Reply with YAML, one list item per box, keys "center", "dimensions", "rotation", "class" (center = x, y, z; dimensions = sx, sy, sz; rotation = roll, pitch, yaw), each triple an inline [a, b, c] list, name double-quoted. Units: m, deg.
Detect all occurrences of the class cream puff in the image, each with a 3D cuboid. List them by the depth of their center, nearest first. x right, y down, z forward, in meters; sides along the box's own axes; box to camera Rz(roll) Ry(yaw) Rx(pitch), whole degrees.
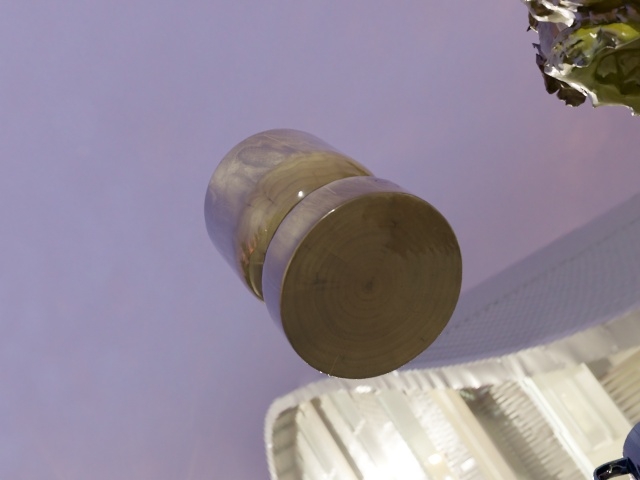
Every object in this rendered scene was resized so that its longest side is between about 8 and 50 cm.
- center: [0.297, -0.219, 0.804]
  dimensions: [0.185, 0.282, 0.282]
  rotation: [-50, -20, 0]
  class: "cream puff"

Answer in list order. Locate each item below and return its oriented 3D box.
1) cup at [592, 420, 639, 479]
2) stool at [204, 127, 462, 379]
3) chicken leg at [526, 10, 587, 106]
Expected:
- center: [0.396, 0.264, 0.952]
  dimensions: [0.138, 0.150, 0.114]
  rotation: [-87, 16, -74]
  class: "cup"
- center: [0.000, 0.000, 0.852]
  dimensions: [0.179, 0.264, 0.179]
  rotation: [-8, -68, -20]
  class: "stool"
- center: [0.333, -0.360, 1.060]
  dimensions: [0.140, 0.361, 0.211]
  rotation: [-2, -8, -39]
  class: "chicken leg"
